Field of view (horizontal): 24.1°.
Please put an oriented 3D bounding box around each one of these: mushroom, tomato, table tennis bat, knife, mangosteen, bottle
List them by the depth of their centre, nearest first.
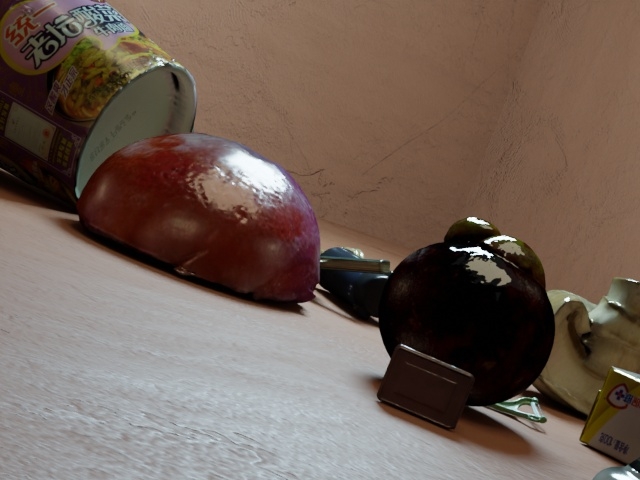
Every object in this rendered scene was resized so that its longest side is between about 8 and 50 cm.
[{"bbox_3d":[0.166,0.082,1.650,0.209,0.210,0.210,21,4,-1],"label":"mangosteen"},{"bbox_3d":[0.181,0.176,1.733,0.166,0.023,0.078,20,7,-6],"label":"knife"},{"bbox_3d":[-0.140,-0.042,1.960,0.334,0.176,0.289,23,7,14],"label":"tomato"},{"bbox_3d":[0.383,0.142,2.053,0.253,0.195,0.189,23,-1,-18],"label":"mushroom"},{"bbox_3d":[-0.025,0.030,2.179,0.274,0.021,0.154,4,1,30],"label":"table tennis bat"},{"bbox_3d":[0.055,0.065,2.245,0.072,0.082,0.244,45,-6,-18],"label":"bottle"}]

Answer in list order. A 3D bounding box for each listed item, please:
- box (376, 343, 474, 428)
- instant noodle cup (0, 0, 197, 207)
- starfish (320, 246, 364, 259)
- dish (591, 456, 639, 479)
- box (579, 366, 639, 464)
[{"bbox_3d":[0.107,0.147,1.498,0.084,0.060,0.063,21,-4,10],"label":"box"},{"bbox_3d":[-0.356,-0.197,2.152,0.266,0.340,0.340,35,9,23],"label":"instant noodle cup"},{"bbox_3d":[-0.007,0.008,2.556,0.327,0.094,0.375,37,7,39],"label":"starfish"},{"bbox_3d":[0.324,0.226,1.388,0.141,0.078,0.141,22,3,-1],"label":"dish"},{"bbox_3d":[0.451,0.242,1.704,0.265,0.097,0.168,24,5,43],"label":"box"}]
